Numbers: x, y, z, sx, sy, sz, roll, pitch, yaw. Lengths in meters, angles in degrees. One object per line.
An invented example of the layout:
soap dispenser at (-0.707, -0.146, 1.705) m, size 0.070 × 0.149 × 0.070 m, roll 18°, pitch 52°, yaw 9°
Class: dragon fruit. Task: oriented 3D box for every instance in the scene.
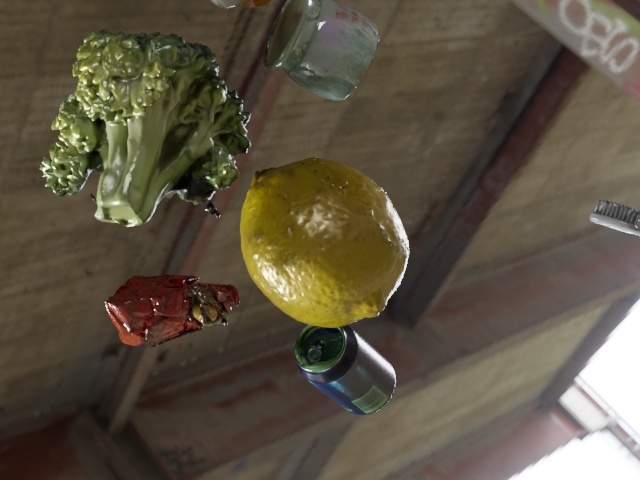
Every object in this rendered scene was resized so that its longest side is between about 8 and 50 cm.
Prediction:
dragon fruit at (-0.216, 0.105, 1.618) m, size 0.192 × 0.122 × 0.092 m, roll -8°, pitch -73°, yaw 2°

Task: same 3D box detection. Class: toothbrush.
toothbrush at (0.480, 0.017, 1.224) m, size 0.029 × 0.354 × 0.024 m, roll -67°, pitch -26°, yaw -6°

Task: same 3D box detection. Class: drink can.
drink can at (0.042, 0.215, 1.826) m, size 0.118 × 0.118 × 0.205 m, roll -43°, pitch -39°, yaw 0°

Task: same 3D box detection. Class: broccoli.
broccoli at (-0.253, -0.149, 1.602) m, size 0.348 × 0.293 × 0.281 m, roll 133°, pitch 155°, yaw -59°

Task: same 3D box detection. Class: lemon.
lemon at (0.000, 0.000, 1.704) m, size 0.253 × 0.310 × 0.253 m, roll -38°, pitch -19°, yaw -16°

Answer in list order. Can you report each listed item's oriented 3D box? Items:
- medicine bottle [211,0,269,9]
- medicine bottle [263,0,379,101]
medicine bottle at (-0.118, -0.406, 1.482) m, size 0.149 × 0.112 × 0.222 m, roll -38°, pitch -11°, yaw 3°
medicine bottle at (-0.002, -0.308, 1.675) m, size 0.143 × 0.147 × 0.147 m, roll 24°, pitch -63°, yaw -20°
